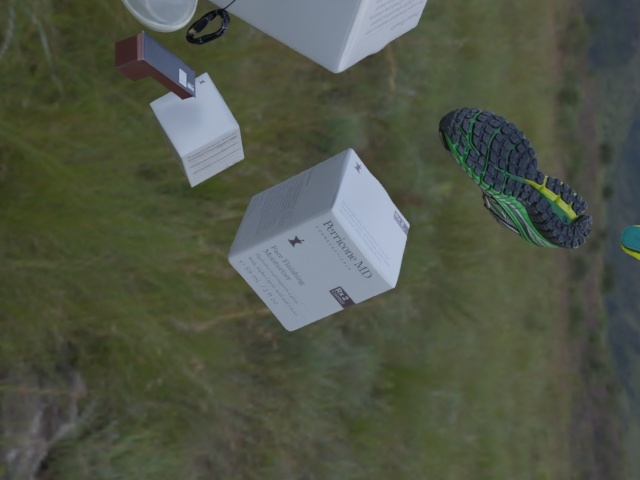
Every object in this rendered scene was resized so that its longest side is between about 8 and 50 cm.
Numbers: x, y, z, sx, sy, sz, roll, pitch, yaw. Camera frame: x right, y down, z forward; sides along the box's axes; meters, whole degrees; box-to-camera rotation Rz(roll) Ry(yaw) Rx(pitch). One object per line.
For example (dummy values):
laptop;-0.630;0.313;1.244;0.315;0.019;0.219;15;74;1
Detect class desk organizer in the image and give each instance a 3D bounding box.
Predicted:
desk organizer;-0.234;-0.243;1.702;0.130;0.050;0.047;33;48;-56

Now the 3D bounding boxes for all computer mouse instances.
computer mouse;-0.132;-0.396;1.880;0.041;0.242;0.071;19;34;-53

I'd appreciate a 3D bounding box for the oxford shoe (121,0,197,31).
oxford shoe;-0.284;-0.568;1.954;0.130;0.169;0.449;-1;-83;63

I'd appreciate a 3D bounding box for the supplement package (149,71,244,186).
supplement package;-0.193;-0.172;1.898;0.105;0.105;0.179;60;-7;11

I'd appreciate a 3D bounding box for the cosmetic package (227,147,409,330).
cosmetic package;0.000;0.000;1.648;0.151;0.184;0.151;51;32;-24

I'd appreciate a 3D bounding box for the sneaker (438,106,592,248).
sneaker;0.325;-0.097;2.148;0.343;0.146;0.134;45;62;-19

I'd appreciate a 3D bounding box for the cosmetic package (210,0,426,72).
cosmetic package;0.034;-0.571;2.101;0.329;0.327;0.393;-39;156;-52

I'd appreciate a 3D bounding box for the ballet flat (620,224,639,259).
ballet flat;0.641;0.030;2.118;0.077;0.231;0.077;-59;139;-10
